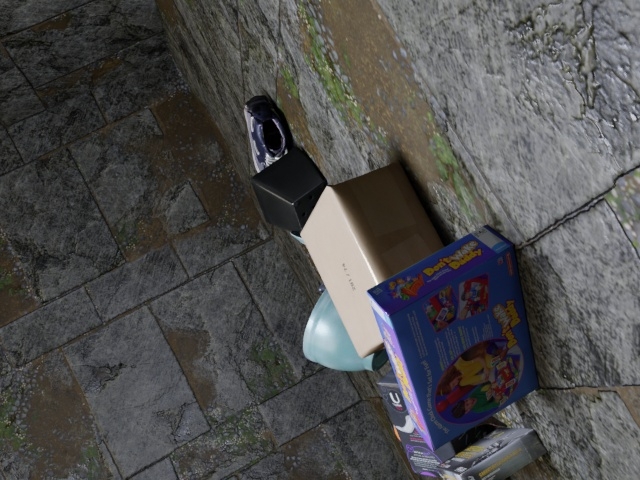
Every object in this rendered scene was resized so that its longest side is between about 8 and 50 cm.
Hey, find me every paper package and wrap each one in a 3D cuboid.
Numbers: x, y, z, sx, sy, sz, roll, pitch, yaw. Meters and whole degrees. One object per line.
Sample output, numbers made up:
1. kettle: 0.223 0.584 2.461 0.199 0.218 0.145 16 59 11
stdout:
1. paper package: 0.118 0.050 1.447 0.324 0.168 0.309 64 159 12

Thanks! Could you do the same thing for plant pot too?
1. plant pot: 0.113 0.258 2.009 0.196 0.293 0.293 26 153 26
2. plant pot: -0.069 -0.134 2.090 0.167 0.188 0.187 37 155 41

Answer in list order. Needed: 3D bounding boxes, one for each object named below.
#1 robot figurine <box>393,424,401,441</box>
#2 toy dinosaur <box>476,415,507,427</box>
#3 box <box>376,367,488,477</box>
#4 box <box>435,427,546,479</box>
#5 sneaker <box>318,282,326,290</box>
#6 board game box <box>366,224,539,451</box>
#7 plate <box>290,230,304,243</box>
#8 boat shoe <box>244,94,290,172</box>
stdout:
1. robot figurine: 0.302 0.572 2.119 0.128 0.158 0.219 4 156 35
2. toy dinosaur: 0.268 0.292 1.388 0.295 0.127 0.200 62 -158 -12
3. box: 0.281 0.428 1.709 0.165 0.143 0.270 -9 109 46
4. box: 0.361 0.474 1.507 0.056 0.183 0.231 59 170 10
5. sneaker: 0.095 0.251 2.411 0.299 0.121 0.111 61 170 5
6. board game box: 0.236 0.175 1.193 0.078 0.233 0.347 48 162 53
7. plate: 0.000 0.000 2.096 0.188 0.188 0.024 -144 63 -68
8. boat shoe: -0.154 -0.280 2.225 0.158 0.127 0.340 -118 7 -51
